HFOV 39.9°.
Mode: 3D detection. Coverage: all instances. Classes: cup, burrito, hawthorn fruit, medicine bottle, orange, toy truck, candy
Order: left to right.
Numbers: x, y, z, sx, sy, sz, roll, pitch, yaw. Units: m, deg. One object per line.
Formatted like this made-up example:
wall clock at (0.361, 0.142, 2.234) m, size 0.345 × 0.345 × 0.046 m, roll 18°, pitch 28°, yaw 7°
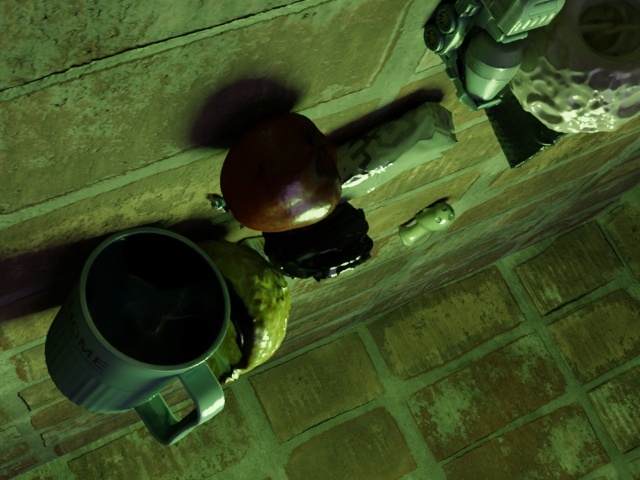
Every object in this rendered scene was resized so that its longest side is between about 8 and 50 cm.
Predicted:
cup at (-0.314, 0.175, 1.593) m, size 0.311 × 0.331 × 0.256 m, roll -40°, pitch -159°, yaw 51°
candy at (-0.179, -0.065, 1.553) m, size 0.020 × 0.030 × 0.083 m, roll -31°, pitch 173°, yaw 8°
orange at (-0.185, 0.127, 1.756) m, size 0.210 × 0.271 × 0.369 m, roll -33°, pitch 175°, yaw -36°
medicine bottle at (-0.122, 0.033, 1.905) m, size 0.055 × 0.074 × 0.118 m, roll -38°, pitch 161°, yaw 35°
hawthorn fruit at (-0.073, -0.095, 1.335) m, size 0.202 × 0.185 × 0.185 m, roll -30°, pitch 167°, yaw 31°
burrito at (0.048, -0.123, 1.598) m, size 0.445 × 0.101 × 0.139 m, roll -26°, pitch 171°, yaw -1°
toy truck at (0.247, -0.298, 1.244) m, size 0.108 × 0.140 × 0.256 m, roll -20°, pitch 165°, yaw -24°

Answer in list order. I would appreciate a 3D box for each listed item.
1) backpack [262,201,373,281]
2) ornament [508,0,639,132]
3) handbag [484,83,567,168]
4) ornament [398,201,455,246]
backpack at (0.000, 0.000, 1.664) m, size 0.206 × 0.133 × 0.258 m, roll -31°, pitch -158°, yaw -12°
ornament at (0.404, -0.285, 1.338) m, size 0.259 × 0.259 × 0.225 m, roll -25°, pitch 172°, yaw -8°
handbag at (0.414, -0.264, 1.605) m, size 0.089 × 0.175 × 0.270 m, roll -8°, pitch 155°, yaw -48°
ornament at (0.291, -0.049, 2.390) m, size 0.156 × 0.081 × 0.075 m, roll -31°, pitch -160°, yaw 29°
